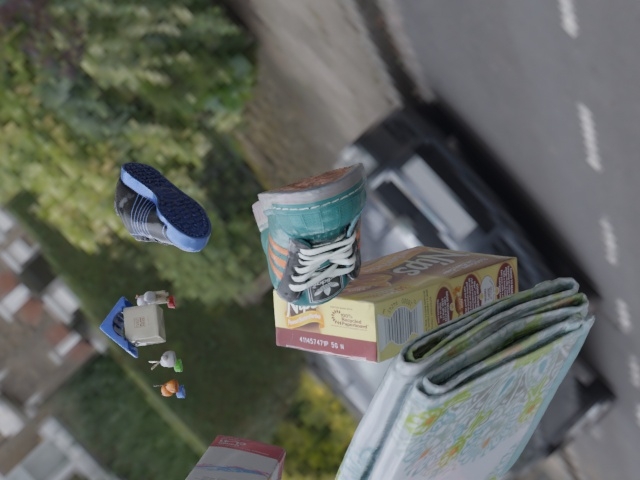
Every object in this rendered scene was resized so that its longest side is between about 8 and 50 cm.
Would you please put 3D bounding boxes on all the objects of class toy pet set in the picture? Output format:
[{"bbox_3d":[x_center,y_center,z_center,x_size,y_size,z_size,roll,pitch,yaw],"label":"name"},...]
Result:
[{"bbox_3d":[-0.202,0.114,1.801,0.114,0.065,0.122,60,-159,-72],"label":"toy pet set"}]

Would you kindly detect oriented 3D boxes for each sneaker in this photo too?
[{"bbox_3d":[0.000,0.000,1.557,0.302,0.108,0.121,148,105,-84],"label":"sneaker"},{"bbox_3d":[-0.238,-0.029,2.382,0.081,0.090,0.232,-3,-149,-33],"label":"sneaker"}]

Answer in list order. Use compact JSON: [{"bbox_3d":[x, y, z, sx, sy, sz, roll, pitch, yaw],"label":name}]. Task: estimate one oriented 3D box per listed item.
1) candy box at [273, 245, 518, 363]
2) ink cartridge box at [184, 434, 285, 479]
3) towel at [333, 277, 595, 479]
[{"bbox_3d":[0.109,0.082,2.192,0.183,0.316,0.087,7,105,42],"label":"candy box"},{"bbox_3d":[-0.157,0.466,2.548,0.131,0.226,0.306,13,-169,9],"label":"ink cartridge box"},{"bbox_3d":[0.151,0.223,1.912,0.090,0.320,0.374,45,134,26],"label":"towel"}]
